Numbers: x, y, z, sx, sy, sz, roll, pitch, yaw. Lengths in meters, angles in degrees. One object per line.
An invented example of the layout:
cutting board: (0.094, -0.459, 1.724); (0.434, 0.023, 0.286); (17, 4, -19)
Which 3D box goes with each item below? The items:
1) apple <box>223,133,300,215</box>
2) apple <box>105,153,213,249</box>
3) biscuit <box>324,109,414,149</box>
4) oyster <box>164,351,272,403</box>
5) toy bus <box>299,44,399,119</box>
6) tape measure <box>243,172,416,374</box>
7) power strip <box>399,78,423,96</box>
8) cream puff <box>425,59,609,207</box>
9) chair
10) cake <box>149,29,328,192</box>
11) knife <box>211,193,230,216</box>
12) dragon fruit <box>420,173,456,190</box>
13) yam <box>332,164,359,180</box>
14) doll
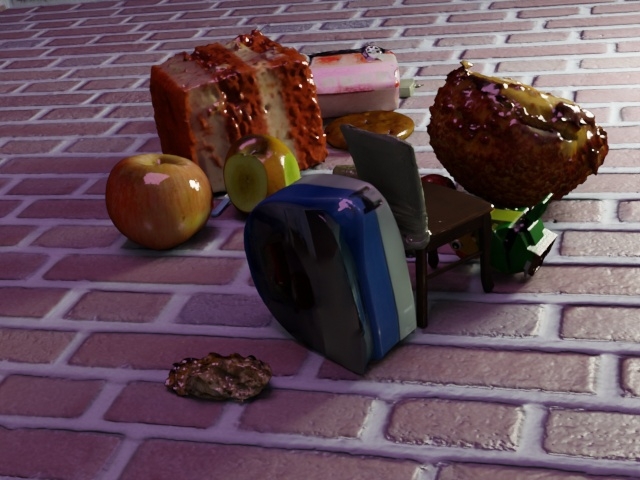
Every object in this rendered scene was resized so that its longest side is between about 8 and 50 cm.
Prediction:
apple: (-0.122, -0.131, 1.949); (0.146, 0.147, 0.163); (1, 30, 19)
apple: (-0.308, -0.077, 1.886); (0.209, 0.164, 0.209); (2, 21, -1)
biscuit: (0.112, -0.256, 2.247); (0.212, 0.036, 0.212); (-6, 27, 3)
oyster: (-0.145, 0.192, 1.433); (0.177, 0.056, 0.105); (9, 24, 40)
toy bus: (0.041, -0.373, 2.345); (0.302, 0.127, 0.147); (-8, 56, -7)
tape measure: (0.012, 0.034, 1.478); (0.138, 0.259, 0.262); (-28, 28, -34)
power strip: (0.150, -0.382, 2.492); (0.226, 0.029, 0.080); (-2, 26, 14)
cream puff: (0.351, -0.179, 1.804); (0.350, 0.229, 0.350); (17, 13, -4)
chair: (0.153, -0.049, 1.514); (0.186, 0.319, 0.160); (-25, 31, -29)
cake: (-0.183, -0.275, 2.121); (0.319, 0.270, 0.269); (-19, 29, -17)
knife: (-0.198, -0.072, 2.009); (0.027, 0.010, 0.096); (4, 32, 22)
dragon fruit: (0.182, -0.055, 1.783); (0.094, 0.094, 0.190); (9, 43, 31)
yam: (0.109, -0.119, 1.950); (0.169, 0.068, 0.068); (0, 28, 24)
doll: (0.293, -0.012, 1.607); (0.186, 0.134, 0.106); (4, 31, 36)
